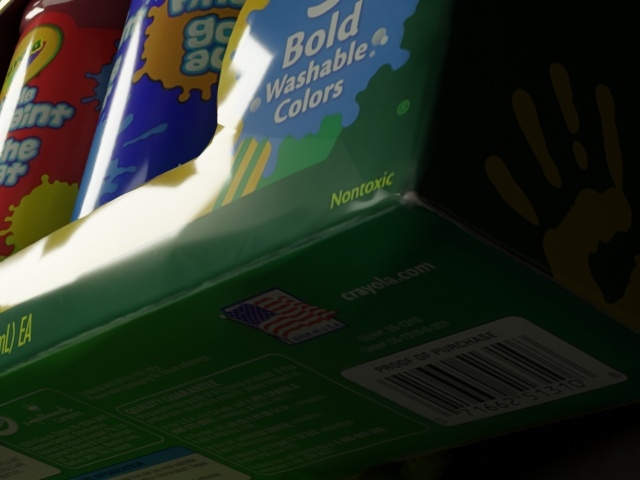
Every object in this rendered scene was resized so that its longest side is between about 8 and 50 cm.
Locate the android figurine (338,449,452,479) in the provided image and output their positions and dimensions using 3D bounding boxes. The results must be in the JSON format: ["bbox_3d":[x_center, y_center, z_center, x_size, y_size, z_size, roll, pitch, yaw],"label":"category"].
[{"bbox_3d":[0.012,0.210,0.772,0.248,0.056,0.273,-85,12,-51],"label":"android figurine"}]

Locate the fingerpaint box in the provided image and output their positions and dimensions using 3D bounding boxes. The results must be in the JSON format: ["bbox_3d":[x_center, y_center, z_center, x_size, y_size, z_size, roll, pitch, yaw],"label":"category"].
[{"bbox_3d":[-0.025,-0.083,0.720,0.444,0.163,0.371,-22,47,47],"label":"fingerpaint box"}]
